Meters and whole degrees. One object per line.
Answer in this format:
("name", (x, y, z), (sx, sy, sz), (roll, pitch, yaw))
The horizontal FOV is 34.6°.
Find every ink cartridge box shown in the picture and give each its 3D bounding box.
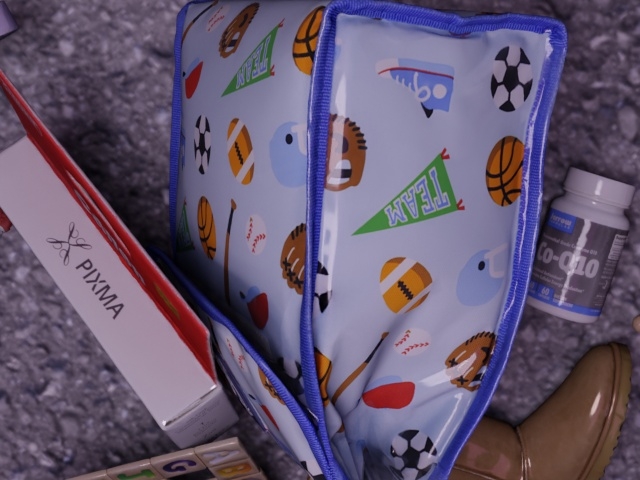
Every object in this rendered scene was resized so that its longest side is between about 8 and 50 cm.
("ink cartridge box", (-0.188, 0.027, 0.861), (0.066, 0.261, 0.296), (-37, 72, -13))

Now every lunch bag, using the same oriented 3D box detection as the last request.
("lunch bag", (0.000, 0.000, 0.845), (0.239, 0.328, 0.385), (-1, 103, -24))

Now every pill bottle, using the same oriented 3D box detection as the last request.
("pill bottle", (0.248, 0.004, 0.981), (0.078, 0.078, 0.137), (16, 99, -1))

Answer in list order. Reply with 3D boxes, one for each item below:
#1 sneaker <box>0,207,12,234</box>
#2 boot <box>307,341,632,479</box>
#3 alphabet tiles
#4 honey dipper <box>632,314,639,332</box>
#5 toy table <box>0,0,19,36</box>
("sneaker", (-0.411, -0.038, 1.003), (0.225, 0.088, 0.092), (12, 119, 0))
("boot", (0.145, 0.177, 1.009), (0.269, 0.089, 0.236), (17, 99, 0))
("alphabet tiles", (-0.142, 0.255, 0.981), (0.198, 0.237, 0.009), (-15, 57, 4))
("honey dipper", (0.391, 0.091, 1.018), (0.161, 0.030, 0.030), (4, 99, 4))
("toy table", (-0.408, -0.202, 0.898), (0.274, 0.252, 0.161), (-21, 106, 22))
